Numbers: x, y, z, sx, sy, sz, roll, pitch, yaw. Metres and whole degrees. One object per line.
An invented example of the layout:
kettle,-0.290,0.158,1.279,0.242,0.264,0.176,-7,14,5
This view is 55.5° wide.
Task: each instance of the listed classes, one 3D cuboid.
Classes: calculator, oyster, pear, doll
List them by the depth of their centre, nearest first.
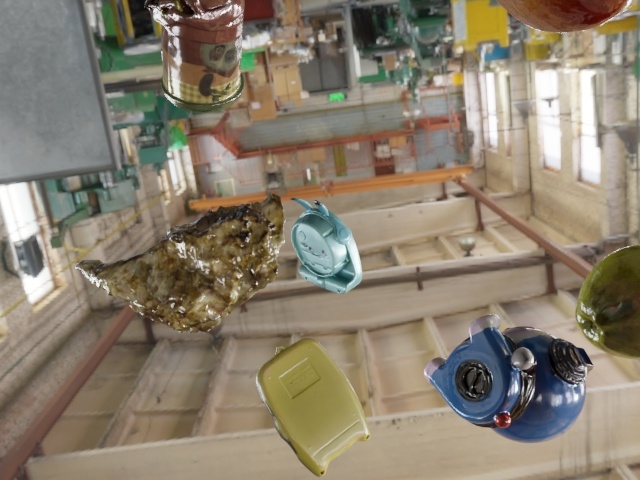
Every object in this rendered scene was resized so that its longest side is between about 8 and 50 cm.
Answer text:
oyster,-0.230,0.056,1.058,0.396,0.204,0.111,-22,162,7
calculator,-0.013,0.287,1.075,0.157,0.236,0.033,-33,-178,-19
doll,0.390,0.284,1.222,0.310,0.240,0.284,13,139,-44
pear,0.740,0.139,1.392,0.321,0.269,0.269,-19,-163,-10

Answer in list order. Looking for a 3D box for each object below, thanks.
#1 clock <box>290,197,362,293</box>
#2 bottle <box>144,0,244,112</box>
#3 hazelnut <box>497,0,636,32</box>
clock,0.001,0.000,0.864,0.045,0.147,0.108,-34,-147,-32
bottle,-0.180,-0.325,0.884,0.143,0.271,0.156,0,-131,-9
hazelnut,0.438,-0.554,1.107,0.365,0.366,0.366,-7,-165,2
